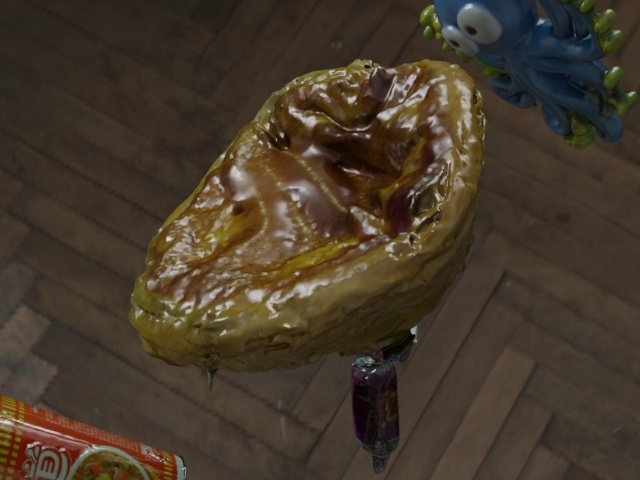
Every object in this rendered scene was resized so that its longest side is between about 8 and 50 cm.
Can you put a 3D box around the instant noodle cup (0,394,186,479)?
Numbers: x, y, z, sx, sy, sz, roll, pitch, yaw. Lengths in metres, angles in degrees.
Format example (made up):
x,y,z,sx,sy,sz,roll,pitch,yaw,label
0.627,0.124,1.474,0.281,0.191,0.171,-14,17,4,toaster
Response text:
x,y,z,sx,sy,sz,roll,pitch,yaw,label
-0.255,0.260,1.342,0.212,0.193,0.193,16,65,-16,instant noodle cup

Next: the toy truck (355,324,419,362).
x,y,z,sx,sy,sz,roll,pitch,yaw,label
0.095,0.075,1.683,0.081,0.175,0.067,13,33,1,toy truck

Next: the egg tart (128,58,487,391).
x,y,z,sx,sy,sz,roll,pitch,yaw,label
0.000,0.000,1.058,0.153,0.351,0.339,52,50,-26,egg tart

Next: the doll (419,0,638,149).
x,y,z,sx,sy,sz,roll,pitch,yaw,label
0.245,-0.233,1.630,0.341,0.346,0.099,43,76,-7,doll

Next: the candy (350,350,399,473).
x,y,z,sx,sy,sz,roll,pitch,yaw,label
0.054,0.159,1.301,0.045,0.175,0.043,-21,32,-29,candy
